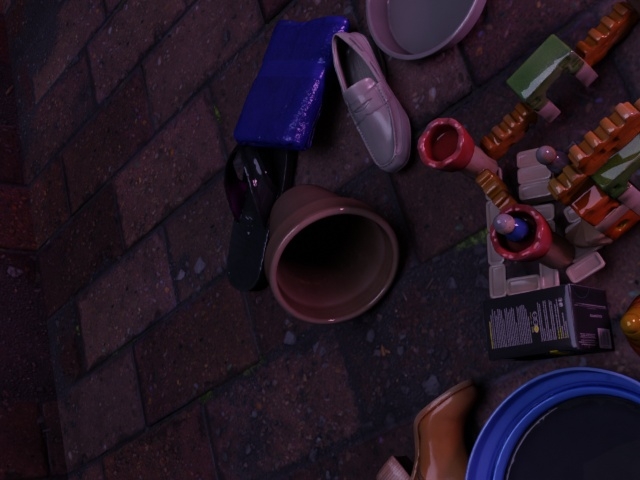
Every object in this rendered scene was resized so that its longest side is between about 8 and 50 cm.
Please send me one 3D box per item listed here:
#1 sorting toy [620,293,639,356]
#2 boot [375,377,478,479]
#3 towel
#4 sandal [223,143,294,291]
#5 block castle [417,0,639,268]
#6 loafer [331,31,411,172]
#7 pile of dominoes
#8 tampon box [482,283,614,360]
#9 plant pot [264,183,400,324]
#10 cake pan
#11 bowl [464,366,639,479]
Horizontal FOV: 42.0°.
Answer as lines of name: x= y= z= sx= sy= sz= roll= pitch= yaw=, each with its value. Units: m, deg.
sorting toy: x=0.521 y=0.013 z=1.186 sx=0.127 sy=0.126 sz=0.365 roll=37 pitch=111 yaw=42
boot: x=0.240 y=0.402 z=1.439 sx=0.220 sy=0.109 sz=0.283 roll=43 pitch=104 yaw=32
towel: x=-0.058 y=-0.340 z=1.823 sx=0.228 sy=0.076 sz=0.308 roll=12 pitch=77 yaw=47
sandal: x=-0.156 y=-0.104 z=1.908 sx=0.168 sy=0.107 sz=0.445 roll=5 pitch=88 yaw=46
block castle: x=0.388 y=-0.195 z=1.243 sx=0.453 sy=0.213 sz=0.303 roll=-46 pitch=53 yaw=20
loafer: x=0.093 y=-0.280 z=1.673 sx=0.112 sy=0.112 sz=0.319 roll=-37 pitch=59 yaw=36
pile of dominoes: x=0.373 y=-0.032 z=1.376 sx=0.196 sy=0.040 sz=0.251 roll=-11 pitch=68 yaw=34
tampon box: x=0.362 y=0.136 z=1.334 sx=0.161 sy=0.121 sz=0.101 roll=-17 pitch=72 yaw=44
plant pot: x=0.000 y=0.000 z=1.666 sx=0.263 sy=0.263 sz=0.229 roll=-62 pitch=28 yaw=20
cake pan: x=0.212 y=-0.491 z=1.623 sx=0.293 sy=0.054 sz=0.293 roll=-8 pitch=79 yaw=45
bowl: x=0.397 y=0.388 z=1.245 sx=0.391 sy=0.077 sz=0.390 roll=-23 pitch=57 yaw=39
